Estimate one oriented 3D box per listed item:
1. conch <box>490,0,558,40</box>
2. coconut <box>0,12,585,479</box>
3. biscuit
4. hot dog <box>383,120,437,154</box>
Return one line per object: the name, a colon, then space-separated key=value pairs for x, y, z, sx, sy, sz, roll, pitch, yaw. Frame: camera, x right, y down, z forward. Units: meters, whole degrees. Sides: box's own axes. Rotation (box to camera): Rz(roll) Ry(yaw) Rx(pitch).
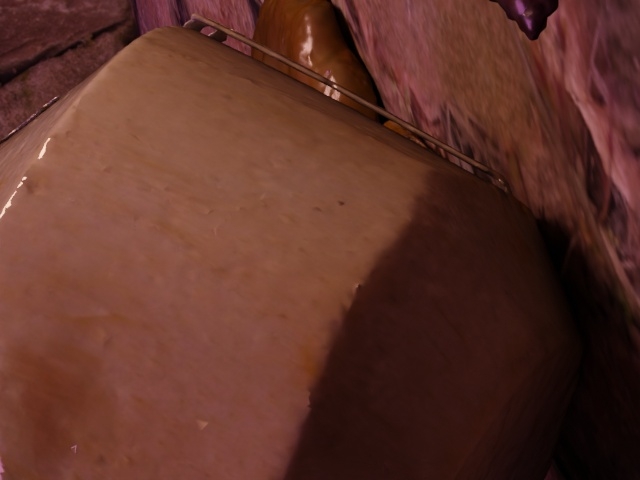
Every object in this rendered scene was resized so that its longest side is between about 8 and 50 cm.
conch: x=0.060 y=-0.150 z=0.562 sx=0.080 sy=0.086 sz=0.233 roll=35 pitch=-153 yaw=-26
coconut: x=-0.049 y=0.059 z=0.813 sx=0.323 sy=0.323 sz=0.323 roll=164 pitch=90 yaw=-82
biscuit: x=0.000 y=0.000 z=1.201 sx=0.335 sy=0.078 sz=0.329 roll=94 pitch=164 yaw=-56
hot dog: x=0.056 y=-0.030 z=0.950 sx=0.137 sy=0.028 sz=0.044 roll=-131 pitch=53 yaw=-65
